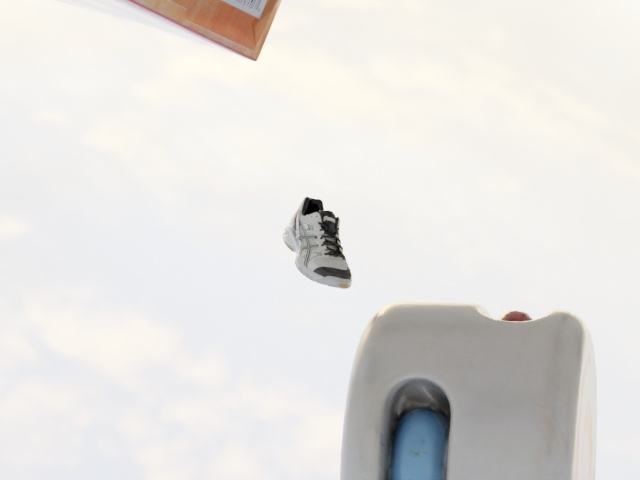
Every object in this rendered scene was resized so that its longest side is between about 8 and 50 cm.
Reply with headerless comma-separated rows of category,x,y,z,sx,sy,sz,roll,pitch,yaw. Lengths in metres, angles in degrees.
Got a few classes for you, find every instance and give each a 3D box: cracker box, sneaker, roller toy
cracker box,-0.145,-0.175,1.112,0.155,0.067,0.232,22,179,-42
sneaker,0.000,0.000,1.275,0.032,0.037,0.083,11,-157,-31
roller toy,0.086,0.130,1.191,0.146,0.191,0.209,3,-142,13
